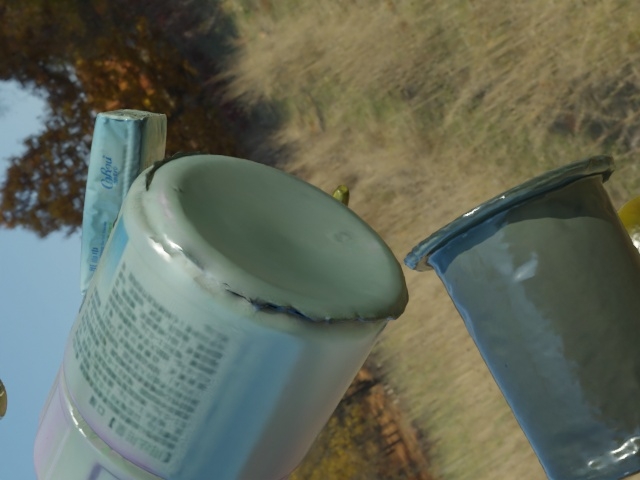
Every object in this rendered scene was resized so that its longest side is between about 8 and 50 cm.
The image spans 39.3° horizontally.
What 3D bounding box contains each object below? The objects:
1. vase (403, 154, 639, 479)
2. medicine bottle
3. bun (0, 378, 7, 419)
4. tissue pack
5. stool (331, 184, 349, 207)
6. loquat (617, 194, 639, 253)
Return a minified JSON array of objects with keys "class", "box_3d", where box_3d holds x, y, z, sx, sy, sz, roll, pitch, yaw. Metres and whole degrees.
[{"class":"vase","box_3d":[0.250,0.094,0.919,0.245,0.245,0.291,73,174,-78]},{"class":"medicine bottle","box_3d":[-0.054,0.059,0.432,0.135,0.168,0.135,22,-154,-11]},{"class":"bun","box_3d":[-0.553,0.225,1.283,0.178,0.193,0.128,37,-146,-67]},{"class":"tissue pack","box_3d":[-0.288,-0.057,1.312,0.177,0.089,0.263,-91,7,-80]},{"class":"stool","box_3d":[0.000,0.000,1.242,0.135,0.134,0.110,25,142,12]},{"class":"loquat","box_3d":[0.501,0.014,1.346,0.152,0.152,0.195,63,-149,-53]}]
